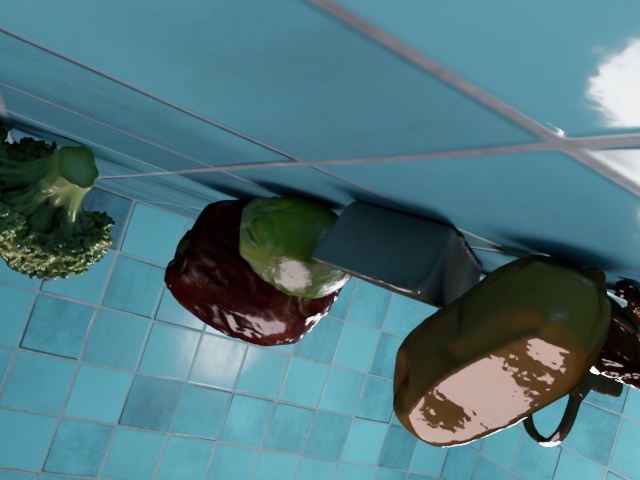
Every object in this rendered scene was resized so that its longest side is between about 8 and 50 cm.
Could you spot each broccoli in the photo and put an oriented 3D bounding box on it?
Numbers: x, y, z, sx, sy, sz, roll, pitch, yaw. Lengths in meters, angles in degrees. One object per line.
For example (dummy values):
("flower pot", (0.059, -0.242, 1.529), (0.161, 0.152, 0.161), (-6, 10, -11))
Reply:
("broccoli", (-0.486, -0.060, 0.978), (0.288, 0.236, 0.259), (27, 171, -38))

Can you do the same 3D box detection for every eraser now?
("eraser", (0.111, 0.029, 0.666), (0.111, 0.078, 0.352), (19, 177, 24))

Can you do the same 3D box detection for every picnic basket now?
("picnic basket", (0.613, 0.380, 1.526), (0.336, 0.338, 0.293), (18, 176, -2))

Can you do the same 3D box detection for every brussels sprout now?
("brussels sprout", (-0.026, 0.008, 0.696), (0.154, 0.118, 0.155), (9, 180, 0))

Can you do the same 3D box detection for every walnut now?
("walnut", (-0.093, 0.033, 0.917), (0.268, 0.244, 0.222), (28, 138, 0))

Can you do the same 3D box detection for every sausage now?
("sausage", (0.164, 0.102, 0.543), (0.120, 0.136, 0.241), (39, 129, -9))

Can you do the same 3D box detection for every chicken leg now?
("chicken leg", (0.334, 0.073, 0.547), (0.144, 0.038, 0.062), (18, 154, -4))

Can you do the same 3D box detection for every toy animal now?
("toy animal", (0.275, 0.090, 0.605), (0.179, 0.089, 0.188), (25, -165, -25))

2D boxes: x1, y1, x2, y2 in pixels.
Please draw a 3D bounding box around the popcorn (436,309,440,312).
("popcorn", (0.245, 0.116, 0.876), (0.162, 0.135, 0.141), (48, -171, -16))
